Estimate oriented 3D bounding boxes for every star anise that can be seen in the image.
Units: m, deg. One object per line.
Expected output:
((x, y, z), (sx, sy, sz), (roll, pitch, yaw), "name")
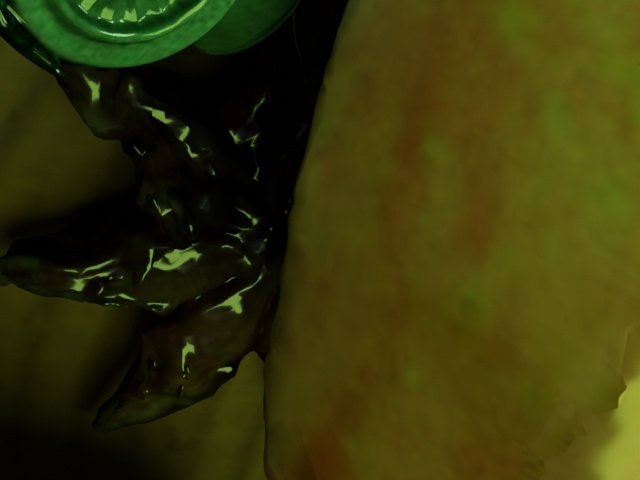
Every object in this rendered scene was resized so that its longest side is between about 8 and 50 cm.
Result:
((0.000, 0.000, 0.736), (0.272, 0.102, 0.272), (-13, 130, -16), "star anise")

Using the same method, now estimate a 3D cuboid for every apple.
((0.135, -0.024, 0.653), (0.314, 0.252, 0.309), (18, 89, -16), "apple")

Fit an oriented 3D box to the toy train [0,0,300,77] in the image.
((-0.086, -0.217, 0.527), (0.237, 0.150, 0.369), (-44, 131, 1), "toy train")
